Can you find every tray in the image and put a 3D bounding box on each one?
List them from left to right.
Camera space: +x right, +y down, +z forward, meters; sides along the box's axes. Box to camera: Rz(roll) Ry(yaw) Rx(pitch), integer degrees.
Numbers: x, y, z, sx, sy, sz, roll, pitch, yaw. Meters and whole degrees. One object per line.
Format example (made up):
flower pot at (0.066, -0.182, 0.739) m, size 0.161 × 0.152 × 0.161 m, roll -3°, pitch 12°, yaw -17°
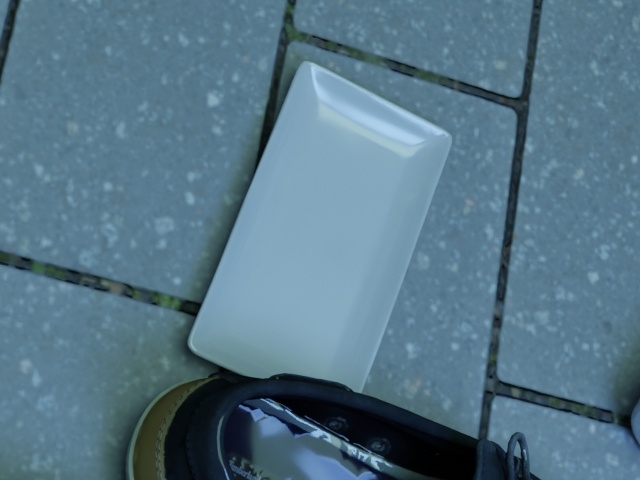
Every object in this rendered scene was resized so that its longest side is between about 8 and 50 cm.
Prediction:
tray at (0.000, 0.000, 1.450) m, size 0.145 × 0.030 × 0.270 m, roll 27°, pitch 66°, yaw -13°

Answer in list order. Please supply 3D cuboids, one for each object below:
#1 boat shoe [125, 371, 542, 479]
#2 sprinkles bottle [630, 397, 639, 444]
boat shoe at (0.098, 0.233, 1.350) m, size 0.500 × 0.156 × 0.186 m, roll 26°, pitch 65°, yaw -14°
sprinkles bottle at (0.397, 0.049, 1.540) m, size 0.121 × 0.121 × 0.355 m, roll 41°, pitch 64°, yaw -5°
